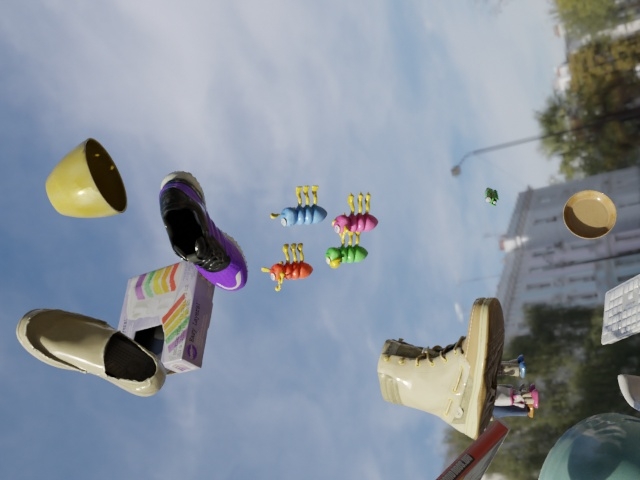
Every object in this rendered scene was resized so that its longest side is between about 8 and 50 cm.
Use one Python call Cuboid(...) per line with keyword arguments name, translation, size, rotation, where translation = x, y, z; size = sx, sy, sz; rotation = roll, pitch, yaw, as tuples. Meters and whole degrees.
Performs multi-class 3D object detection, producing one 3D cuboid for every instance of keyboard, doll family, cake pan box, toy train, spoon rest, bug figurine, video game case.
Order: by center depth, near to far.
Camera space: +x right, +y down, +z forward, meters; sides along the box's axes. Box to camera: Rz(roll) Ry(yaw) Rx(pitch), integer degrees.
Cuboid(name="keyboard", translation=(0.390, 0.060, 0.944), size=(0.256, 0.014, 0.072), rotation=(119, 159, -68))
Cuboid(name="video game case", translation=(0.137, 0.373, 1.088), size=(0.285, 0.025, 0.204), rotation=(-30, -33, -41))
Cuboid(name="spoon rest", translation=(0.638, 0.257, 1.459), size=(0.276, 0.137, 0.084), rotation=(131, 146, -65))
Cuboid(name="toy train", translation=(0.312, -0.081, 1.501), size=(0.083, 0.023, 0.017), rotation=(-57, -10, -72))
Cuboid(name="doll family", translation=(0.320, 0.305, 1.583), size=(0.263, 0.163, 0.119), rotation=(-58, -33, -79))
Cuboid(name="bug figurine", translation=(0.000, 0.000, 1.593), size=(0.279, 0.216, 0.072), rotation=(103, 155, -55))
Cuboid(name="cake pan box", translation=(-0.354, 0.186, 1.848), size=(0.070, 0.245, 0.267), rotation=(35, -130, -41))

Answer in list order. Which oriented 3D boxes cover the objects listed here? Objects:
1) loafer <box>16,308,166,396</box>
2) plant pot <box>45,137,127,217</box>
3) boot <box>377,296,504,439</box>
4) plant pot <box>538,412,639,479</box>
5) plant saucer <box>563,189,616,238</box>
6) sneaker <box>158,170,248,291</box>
Cuboid(name="loafer", translation=(-0.383, 0.182, 1.406), size=(0.268, 0.092, 0.102), rotation=(23, -118, -13))
Cuboid(name="plant pot", translation=(-0.397, -0.091, 1.369), size=(0.134, 0.095, 0.134), rotation=(-22, -90, -82))
Cuboid(name="boot", translation=(0.199, 0.193, 1.389), size=(0.095, 0.203, 0.262), rotation=(-36, -46, -48))
Cuboid(name="plant pot", translation=(0.529, 0.443, 1.331), size=(0.196, 0.293, 0.293), rotation=(175, 82, -74))
Cuboid(name="plant saucer", translation=(0.439, -0.041, 1.340), size=(0.015, 0.083, 0.084), rotation=(50, -146, -68))
Cuboid(name="sneaker", translation=(-0.243, 0.014, 1.661), size=(0.293, 0.102, 0.146), rotation=(60, -167, -29))
